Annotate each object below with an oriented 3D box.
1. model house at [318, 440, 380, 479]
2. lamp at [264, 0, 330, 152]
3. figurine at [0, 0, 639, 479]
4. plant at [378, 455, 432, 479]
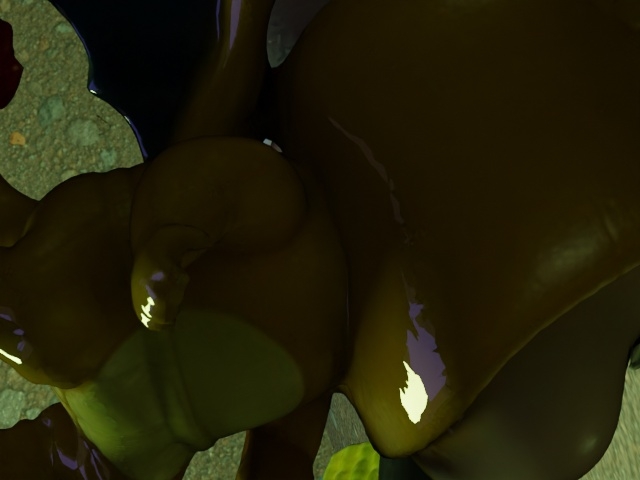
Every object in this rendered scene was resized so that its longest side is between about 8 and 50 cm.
[{"bbox_3d":[0.061,0.341,1.803,0.303,0.215,0.237,116,176,-51],"label":"model house"},{"bbox_3d":[0.015,-0.066,1.153,0.247,0.247,0.301,21,153,13],"label":"lamp"},{"bbox_3d":[-0.006,-0.022,0.821,0.268,0.387,0.401,-118,8,-57],"label":"figurine"},{"bbox_3d":[0.121,0.233,1.544,0.142,0.164,0.256,96,168,-67],"label":"plant"}]
